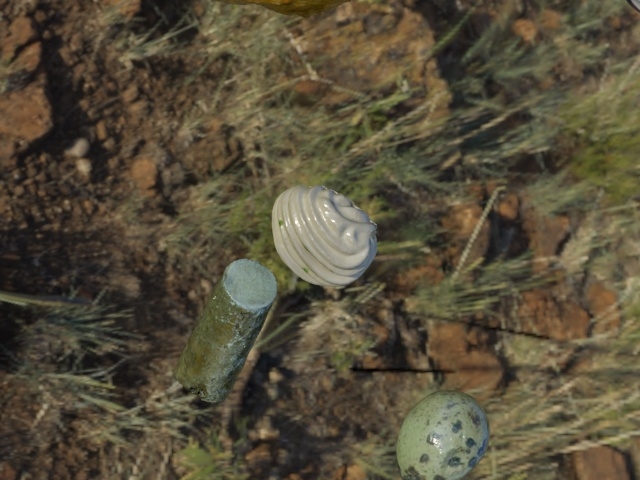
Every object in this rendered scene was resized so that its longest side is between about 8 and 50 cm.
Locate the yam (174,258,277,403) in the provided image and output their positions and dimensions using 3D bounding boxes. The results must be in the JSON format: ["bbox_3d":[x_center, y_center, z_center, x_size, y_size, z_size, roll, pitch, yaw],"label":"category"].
[{"bbox_3d":[-0.111,0.110,1.115,0.078,0.179,0.078,22,30,-13],"label":"yam"}]

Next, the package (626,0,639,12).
[{"bbox_3d":[0.394,-0.259,0.896,0.311,0.165,0.221,41,35,-30],"label":"package"}]

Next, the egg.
[{"bbox_3d":[0.198,0.332,1.558,0.141,0.141,0.181,40,87,-36],"label":"egg"}]

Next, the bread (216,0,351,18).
[{"bbox_3d":[-0.095,-0.388,0.860,0.394,0.361,0.250,24,46,-1],"label":"bread"}]

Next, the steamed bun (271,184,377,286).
[{"bbox_3d":[0.000,0.000,1.445,0.183,0.183,0.106,50,60,-28],"label":"steamed bun"}]
